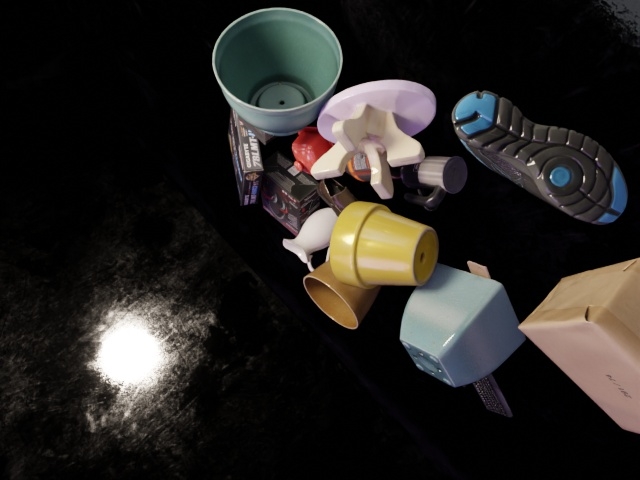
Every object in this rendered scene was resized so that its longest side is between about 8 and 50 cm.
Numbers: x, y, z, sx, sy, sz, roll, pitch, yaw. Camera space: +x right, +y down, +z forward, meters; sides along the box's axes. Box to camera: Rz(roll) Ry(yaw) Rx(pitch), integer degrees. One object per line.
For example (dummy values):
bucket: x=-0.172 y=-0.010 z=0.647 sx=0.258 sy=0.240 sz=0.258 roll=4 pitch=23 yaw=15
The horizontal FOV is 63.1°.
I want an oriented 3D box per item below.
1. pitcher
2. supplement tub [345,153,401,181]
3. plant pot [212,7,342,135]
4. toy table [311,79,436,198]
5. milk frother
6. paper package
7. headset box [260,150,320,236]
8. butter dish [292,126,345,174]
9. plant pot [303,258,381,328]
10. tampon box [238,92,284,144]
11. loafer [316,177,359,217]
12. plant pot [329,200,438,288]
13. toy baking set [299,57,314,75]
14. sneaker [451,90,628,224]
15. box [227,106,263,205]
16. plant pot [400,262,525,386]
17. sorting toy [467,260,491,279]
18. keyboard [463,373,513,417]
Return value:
pitcher: x=0.000 y=0.000 z=1.825 sx=0.177 sy=0.207 sz=0.125 roll=50 pitch=159 yaw=-5
supplement tub: x=0.138 y=-0.206 z=1.340 sx=0.106 sy=0.106 sz=0.198 roll=57 pitch=157 yaw=-20
plant pot: x=-0.098 y=-0.377 z=1.263 sx=0.293 sy=0.293 sz=0.196 roll=43 pitch=163 yaw=15
toy table: x=0.108 y=-0.222 z=1.129 sx=0.274 sy=0.160 sz=0.252 roll=-15 pitch=144 yaw=39
milk frother: x=0.281 y=-0.132 z=1.232 sx=0.143 sy=0.129 sz=0.135 roll=10 pitch=-175 yaw=-36
paper package: x=0.611 y=0.222 z=1.019 sx=0.325 sy=0.168 sz=0.309 roll=45 pitch=169 yaw=6
headset box: x=-0.111 y=-0.151 z=1.913 sx=0.218 sy=0.110 sz=0.293 roll=41 pitch=157 yaw=20
butter dish: x=-0.029 y=-0.252 z=1.569 sx=0.160 sy=0.118 sz=0.160 roll=19 pitch=144 yaw=51
plant pot: x=0.115 y=0.125 z=1.746 sx=0.237 sy=0.254 sz=0.237 roll=38 pitch=157 yaw=20
tampon box: x=-0.129 y=-0.367 z=1.425 sx=0.120 sy=0.161 sz=0.101 roll=45 pitch=157 yaw=15
loafer: x=0.069 y=-0.125 z=1.649 sx=0.220 sy=0.080 sz=0.078 roll=41 pitch=158 yaw=20
plant pot: x=0.192 y=0.027 z=1.480 sx=0.239 sy=0.254 sz=0.254 roll=12 pitch=141 yaw=35
toy baking set: x=-0.061 y=-0.431 z=1.451 sx=0.196 sy=0.030 sz=0.256 roll=55 pitch=158 yaw=-10
sneaker: x=0.398 y=-0.152 z=0.960 sx=0.341 sy=0.125 sz=0.140 roll=40 pitch=-175 yaw=13
box: x=-0.262 y=-0.309 z=1.798 sx=0.293 sy=0.073 sz=0.295 roll=121 pitch=139 yaw=-70
plant pot: x=0.372 y=0.255 z=1.459 sx=0.247 sy=0.252 sz=0.248 roll=18 pitch=148 yaw=52
sorting toy: x=0.435 y=0.092 z=1.409 sx=0.062 sy=0.012 sz=0.083 roll=21 pitch=146 yaw=55
keyboard: x=0.554 y=0.499 z=1.861 sx=0.201 sy=0.033 sz=0.317 roll=12 pitch=138 yaw=58
